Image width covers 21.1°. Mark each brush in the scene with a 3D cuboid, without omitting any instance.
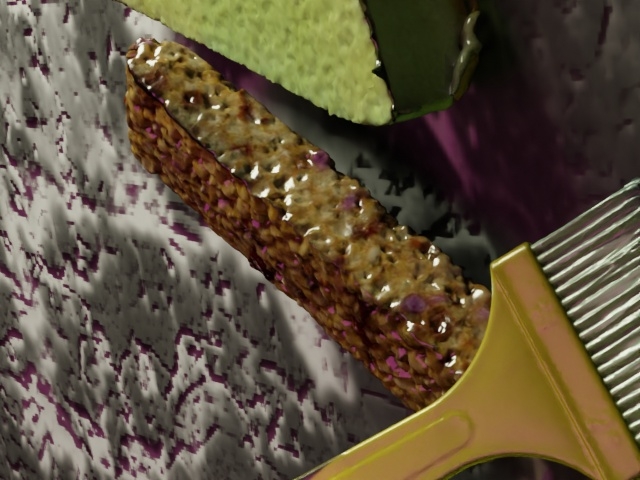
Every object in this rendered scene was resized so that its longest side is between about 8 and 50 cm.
[{"bbox_3d":[0.035,0.066,0.555,0.205,0.011,0.083,-32,74,19],"label":"brush"}]

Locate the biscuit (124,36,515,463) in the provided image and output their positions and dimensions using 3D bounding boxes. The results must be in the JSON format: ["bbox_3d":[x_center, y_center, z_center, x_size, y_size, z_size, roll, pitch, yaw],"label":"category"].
[{"bbox_3d":[0.000,0.000,0.619,0.199,0.034,0.064,42,157,22],"label":"biscuit"}]

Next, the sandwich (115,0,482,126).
[{"bbox_3d":[-0.043,-0.136,0.644,0.212,0.063,0.245,-26,82,60],"label":"sandwich"}]
